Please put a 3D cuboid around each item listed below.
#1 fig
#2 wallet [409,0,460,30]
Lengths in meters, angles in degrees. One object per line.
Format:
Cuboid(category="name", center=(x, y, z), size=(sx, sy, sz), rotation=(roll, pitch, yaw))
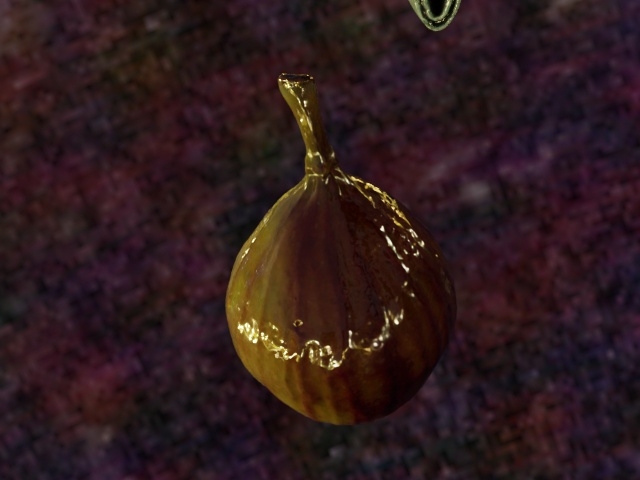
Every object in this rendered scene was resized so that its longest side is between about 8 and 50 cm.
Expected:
Cuboid(category="fig", center=(0.000, 0.000, 1.756), size=(0.217, 0.321, 0.217), rotation=(-11, 31, 7))
Cuboid(category="wallet", center=(0.116, -0.345, 1.662), size=(0.054, 0.290, 0.251), rotation=(13, 20, -8))
